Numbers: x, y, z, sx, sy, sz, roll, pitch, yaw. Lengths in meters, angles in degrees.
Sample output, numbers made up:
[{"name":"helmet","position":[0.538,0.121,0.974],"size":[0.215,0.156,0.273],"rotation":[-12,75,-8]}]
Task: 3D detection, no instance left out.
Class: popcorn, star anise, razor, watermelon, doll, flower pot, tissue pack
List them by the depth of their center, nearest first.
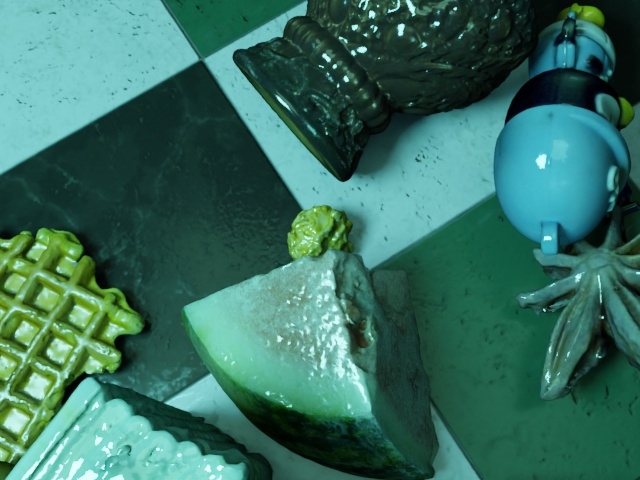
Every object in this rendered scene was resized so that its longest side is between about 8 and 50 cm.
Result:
[{"name":"tissue pack","position":[-0.176,0.277,0.674],"size":[0.162,0.388,0.287],"rotation":[33,77,9]},{"name":"watermelon","position":[0.007,0.125,0.860],"size":[0.310,0.193,0.232],"rotation":[36,97,24]},{"name":"star anise","position":[0.321,0.068,0.869],"size":[0.198,0.111,0.258],"rotation":[6,55,29]},{"name":"doll","position":[0.270,-0.118,0.877],"size":[0.141,0.177,0.314],"rotation":[5,59,24]},{"name":"flower pot","position":[0.059,-0.222,0.895],"size":[0.267,0.266,0.267],"rotation":[-42,77,0]},{"name":"popcorn","position":[0.000,0.000,0.918],"size":[0.057,0.083,0.082],"rotation":[18,36,36]},{"name":"razor","position":[0.349,-0.099,0.962],"size":[0.028,0.044,0.155],"rotation":[8,64,-39]}]

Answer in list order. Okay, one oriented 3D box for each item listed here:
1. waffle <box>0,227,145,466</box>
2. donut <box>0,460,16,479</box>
[{"name":"waffle","position":[-0.360,0.129,0.896],"size":[0.300,0.058,0.282],"rotation":[-38,78,-9]},{"name":"donut","position":[-0.389,0.312,0.734],"size":[0.208,0.261,0.128],"rotation":[-31,86,24]}]
